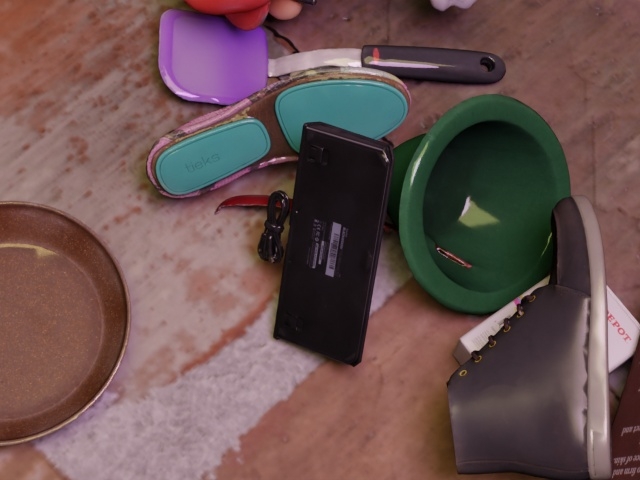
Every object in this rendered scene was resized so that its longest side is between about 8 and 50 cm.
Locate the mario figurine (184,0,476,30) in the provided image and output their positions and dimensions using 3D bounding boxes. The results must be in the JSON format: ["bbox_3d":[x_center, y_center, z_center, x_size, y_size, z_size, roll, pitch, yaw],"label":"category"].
[{"bbox_3d":[0.023,-0.257,1.161,0.320,0.198,0.170,-24,103,-20],"label":"mario figurine"}]

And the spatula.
[{"bbox_3d":[0.011,-0.151,1.161,0.296,0.030,0.084,2,71,-2],"label":"spatula"}]

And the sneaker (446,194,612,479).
[{"bbox_3d":[0.152,0.066,1.004,0.118,0.083,0.222,-2,62,11],"label":"sneaker"}]

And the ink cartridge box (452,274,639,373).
[{"bbox_3d":[0.180,0.084,1.070,0.122,0.052,0.088,-33,75,-11],"label":"ink cartridge box"}]

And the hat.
[{"bbox_3d":[0.073,-0.044,1.127,0.208,0.183,0.173,30,81,-37],"label":"hat"}]

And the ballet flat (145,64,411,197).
[{"bbox_3d":[-0.038,-0.098,1.111,0.221,0.077,0.079,-20,27,2],"label":"ballet flat"}]

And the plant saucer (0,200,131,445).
[{"bbox_3d":[-0.247,0.066,1.072,0.199,0.036,0.198,1,71,-2],"label":"plant saucer"}]

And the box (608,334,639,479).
[{"bbox_3d":[0.292,0.220,0.956,0.191,0.143,0.381,26,72,-12],"label":"box"}]

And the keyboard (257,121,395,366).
[{"bbox_3d":[0.000,0.000,1.049,0.108,0.023,0.180,19,112,26],"label":"keyboard"}]
